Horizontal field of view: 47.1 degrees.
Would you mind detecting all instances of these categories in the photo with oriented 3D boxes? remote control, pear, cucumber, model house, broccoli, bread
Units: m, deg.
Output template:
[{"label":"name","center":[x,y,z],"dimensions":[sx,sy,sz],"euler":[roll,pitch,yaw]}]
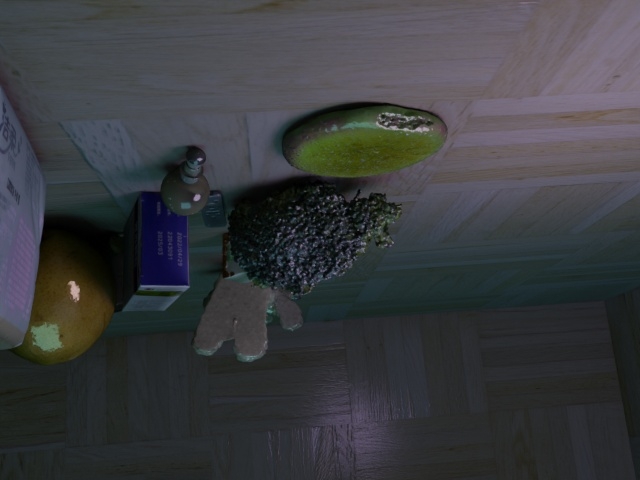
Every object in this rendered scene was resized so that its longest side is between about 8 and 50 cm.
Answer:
[{"label":"remote control","center":[-0.236,-0.070,1.604],"dimensions":[0.049,0.027,0.184],"euler":[-5,161,-5]},{"label":"pear","center":[-0.622,0.121,1.681],"dimensions":[0.314,0.314,0.314],"euler":[-5,166,-1]},{"label":"cucumber","center":[-0.552,0.025,1.808],"dimensions":[0.187,0.058,0.058],"euler":[-14,163,37]},{"label":"model house","center":[-0.162,0.038,1.849],"dimensions":[0.148,0.127,0.100],"euler":[-8,166,26]},{"label":"broccoli","center":[-0.035,-0.009,1.633],"dimensions":[0.353,0.275,0.397],"euler":[14,-175,-5]},{"label":"bread","center":[0.074,-0.163,1.298],"dimensions":[0.301,0.045,0.301],"euler":[-4,167,-1]}]

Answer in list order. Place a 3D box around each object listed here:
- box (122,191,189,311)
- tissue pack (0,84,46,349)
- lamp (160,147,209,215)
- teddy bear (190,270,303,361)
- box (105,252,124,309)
[{"label":"box","center":[-0.367,0.035,1.610],"dimensions":[0.106,0.200,0.299],"euler":[2,165,-21]},{"label":"tissue pack","center":[-0.535,-0.025,1.053],"dimensions":[0.205,0.332,0.405],"euler":[2,165,-10]},{"label":"lamp","center":[-0.238,-0.112,1.334],"dimensions":[0.091,0.091,0.163],"euler":[1,150,-23]},{"label":"teddy bear","center":[-0.205,0.233,2.243],"dimensions":[0.327,0.375,0.362],"euler":[5,154,11]},{"label":"box","center":[-0.560,0.110,1.937],"dimensions":[0.231,0.155,0.149],"euler":[-16,170,34]}]
